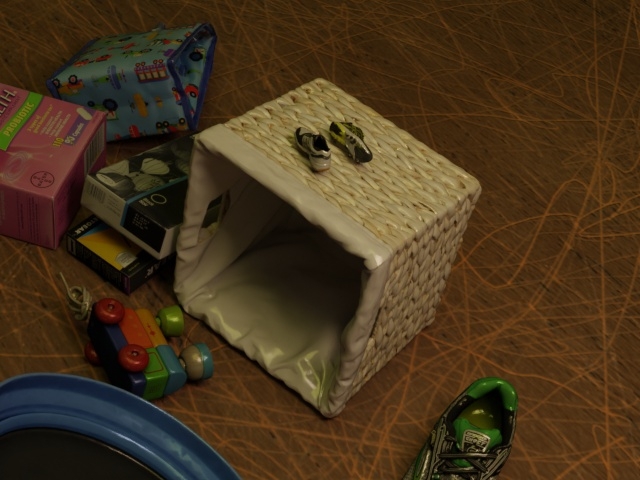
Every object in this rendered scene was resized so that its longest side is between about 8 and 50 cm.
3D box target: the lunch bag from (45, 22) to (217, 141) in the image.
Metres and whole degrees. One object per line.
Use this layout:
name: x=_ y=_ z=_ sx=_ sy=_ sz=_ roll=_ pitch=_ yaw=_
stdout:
lunch bag: x=-0.308 y=-0.303 z=1.943 sx=0.221 sy=0.138 sz=0.293 roll=-7 pitch=35 yaw=12

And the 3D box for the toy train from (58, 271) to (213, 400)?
toy train: x=-0.260 y=0.117 z=1.602 sx=0.143 sy=0.105 sz=0.248 roll=-9 pitch=48 yaw=-33

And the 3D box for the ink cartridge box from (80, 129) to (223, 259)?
ink cartridge box: x=-0.199 y=-0.087 z=1.772 sx=0.165 sy=0.065 sz=0.332 roll=32 pitch=33 yaw=19

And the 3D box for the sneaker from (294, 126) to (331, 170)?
sneaker: x=-0.006 y=-0.127 z=1.474 sx=0.032 sy=0.037 sz=0.083 roll=-13 pitch=46 yaw=-26

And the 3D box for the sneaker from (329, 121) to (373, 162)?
sneaker: x=0.047 y=-0.135 z=1.503 sx=0.035 sy=0.031 sz=0.083 roll=-17 pitch=50 yaw=-33

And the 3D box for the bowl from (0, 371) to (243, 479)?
bowl: x=-0.234 y=0.305 z=1.306 sx=0.391 sy=0.077 sz=0.391 roll=32 pitch=15 yaw=-10

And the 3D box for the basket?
basket: x=0.000 y=0.000 z=1.609 sx=0.331 sy=0.328 sz=0.266 roll=35 pitch=46 yaw=21

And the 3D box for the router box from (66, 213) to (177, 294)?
router box: x=-0.281 y=-0.010 z=1.749 sx=0.133 sy=0.046 sz=0.179 roll=33 pitch=49 yaw=19

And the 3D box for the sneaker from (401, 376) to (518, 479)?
sneaker: x=0.162 y=0.309 z=1.466 sx=0.134 sy=0.146 sz=0.343 roll=21 pitch=47 yaw=9

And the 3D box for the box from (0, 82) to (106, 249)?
box: x=-0.486 y=-0.127 z=1.770 sx=0.243 sy=0.117 sz=0.213 roll=16 pitch=46 yaw=4
